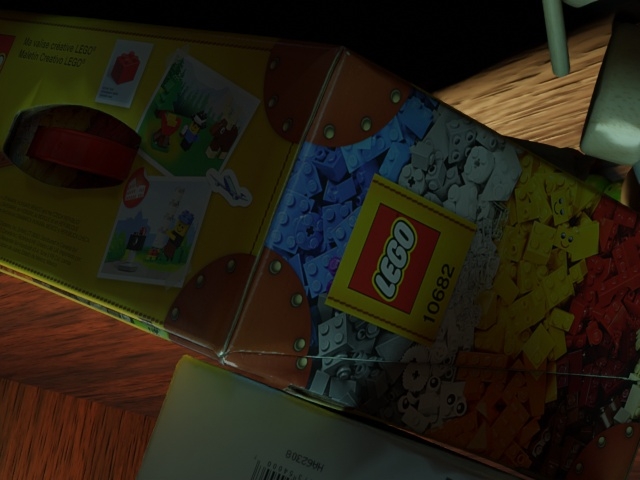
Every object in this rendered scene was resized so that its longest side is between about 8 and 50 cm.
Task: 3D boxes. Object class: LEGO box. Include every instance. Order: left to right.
[{"bbox_3d":[-0.039,-0.004,1.115,0.372,0.193,0.500,24,175,-38],"label":"LEGO box"}]

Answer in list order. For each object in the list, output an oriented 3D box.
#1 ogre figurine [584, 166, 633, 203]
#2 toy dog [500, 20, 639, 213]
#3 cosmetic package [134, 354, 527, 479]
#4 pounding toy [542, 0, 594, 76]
[{"bbox_3d":[0.282,-0.024,1.268,0.197,0.097,0.118,39,-164,34],"label":"ogre figurine"},{"bbox_3d":[0.251,-0.093,0.981,0.220,0.161,0.333,23,176,-12],"label":"toy dog"},{"bbox_3d":[0.031,0.188,0.970,0.224,0.138,0.224,18,177,32],"label":"cosmetic package"},{"bbox_3d":[0.135,-0.170,0.815,0.130,0.100,0.141,19,162,-29],"label":"pounding toy"}]
